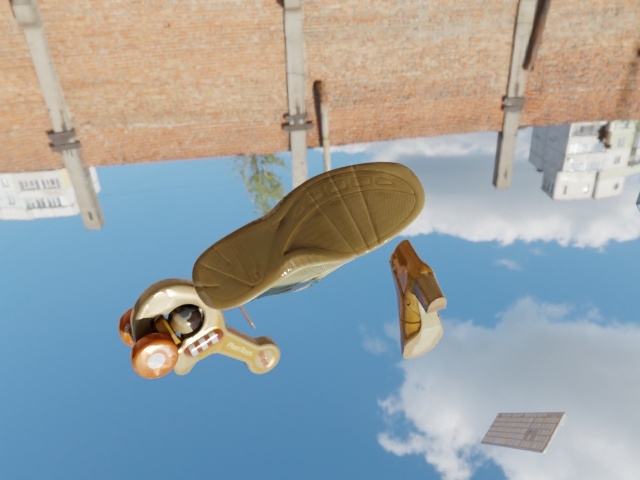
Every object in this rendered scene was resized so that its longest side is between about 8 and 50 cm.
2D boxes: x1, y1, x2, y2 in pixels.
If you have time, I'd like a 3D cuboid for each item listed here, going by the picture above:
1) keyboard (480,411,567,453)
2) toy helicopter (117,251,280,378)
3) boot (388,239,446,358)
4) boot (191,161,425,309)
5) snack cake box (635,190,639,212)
[{"bbox_3d":[0.340,0.327,0.843,0.014,0.256,0.072,42,-106,12],"label":"keyboard"},{"bbox_3d":[-0.210,0.179,1.003,0.235,0.355,0.140,-56,-141,0],"label":"toy helicopter"},{"bbox_3d":[0.240,0.157,1.297,0.104,0.295,0.211,-9,-134,-15],"label":"boot"},{"bbox_3d":[0.000,0.000,0.592,0.262,0.095,0.203,-29,172,9],"label":"boot"},{"bbox_3d":[0.552,-0.075,0.583,0.264,0.089,0.152,6,-122,52],"label":"snack cake box"}]
